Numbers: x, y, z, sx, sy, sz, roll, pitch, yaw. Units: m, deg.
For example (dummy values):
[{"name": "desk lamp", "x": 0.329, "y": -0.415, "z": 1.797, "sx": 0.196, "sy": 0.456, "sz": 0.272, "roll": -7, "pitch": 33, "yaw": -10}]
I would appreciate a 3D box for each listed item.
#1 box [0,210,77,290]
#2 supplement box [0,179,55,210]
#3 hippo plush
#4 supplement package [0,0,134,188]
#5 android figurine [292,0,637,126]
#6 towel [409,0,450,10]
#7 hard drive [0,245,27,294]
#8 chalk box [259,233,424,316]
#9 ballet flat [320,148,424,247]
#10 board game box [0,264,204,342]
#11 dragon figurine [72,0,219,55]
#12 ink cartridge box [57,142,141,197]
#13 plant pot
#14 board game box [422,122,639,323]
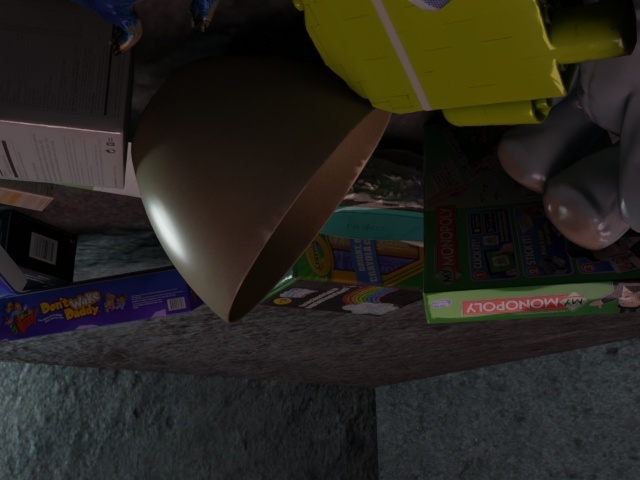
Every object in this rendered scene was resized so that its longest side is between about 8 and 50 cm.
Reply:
[{"name": "box", "x": -0.537, "y": 0.025, "z": 1.256, "sx": 0.158, "sy": 0.093, "sz": 0.156, "roll": -8, "pitch": 160, "yaw": 24}, {"name": "supplement box", "x": -0.439, "y": -0.076, "z": 1.044, "sx": 0.098, "sy": 0.036, "sz": 0.062, "roll": 13, "pitch": 157, "yaw": -35}, {"name": "hippo plush", "x": 0.307, "y": -0.152, "z": 0.663, "sx": 0.236, "sy": 0.294, "sz": 0.234, "roll": -18, "pitch": -160, "yaw": -27}, {"name": "supplement package", "x": -0.307, "y": -0.145, "z": 0.691, "sx": 0.244, "sy": 0.139, "sz": 0.134, "roll": 5, "pitch": 160, "yaw": -13}, {"name": "android figurine", "x": 0.096, "y": -0.184, "z": 0.574, "sx": 0.273, "sy": 0.056, "sz": 0.248, "roll": 1, "pitch": 140, "yaw": 40}, {"name": "towel", "x": 0.070, "y": -0.263, "z": 0.391, "sx": 0.209, "sy": 0.034, "sz": 0.285, "roll": 35, "pitch": 148, "yaw": -16}, {"name": "hard drive", "x": -0.649, "y": 0.011, "z": 1.128, "sx": 0.319, "sy": 0.040, "sz": 0.210, "roll": -2, "pitch": 137, "yaw": 17}, {"name": "chalk box", "x": 0.000, "y": 0.000, "z": 1.081, "sx": 0.289, "sy": 0.179, "sz": 0.180, "roll": 8, "pitch": 160, "yaw": -23}, {"name": "ballet flat", "x": 0.175, "y": -0.053, "z": 0.987, "sx": 0.409, "sy": 0.147, "sz": 0.147, "roll": 12, "pitch": 159, "yaw": -15}, {"name": "board game box", "x": -0.389, "y": 0.107, "z": 1.347, "sx": 0.347, "sy": 0.078, "sz": 0.233, "roll": -10, "pitch": -178, "yaw": 3}, {"name": "dragon figurine", "x": -0.149, "y": -0.223, "z": 0.546, "sx": 0.289, "sy": 0.085, "sz": 0.144, "roll": -8, "pitch": 161, "yaw": 24}, {"name": "ink cartridge box", "x": -0.217, "y": -0.104, "z": 0.949, "sx": 0.235, "sy": 0.056, "sz": 0.171, "roll": 12, "pitch": 157, "yaw": -26}, {"name": "plant pot", "x": -0.082, "y": -0.082, "z": 0.761, "sx": 0.191, "sy": 0.284, "sz": 0.284, "roll": 37, "pitch": 162, "yaw": 7}, {"name": "board game box", "x": 0.219, "y": -0.042, "z": 0.790, "sx": 0.213, "sy": 0.317, "sz": 0.046, "roll": -5, "pitch": 128, "yaw": 13}]
